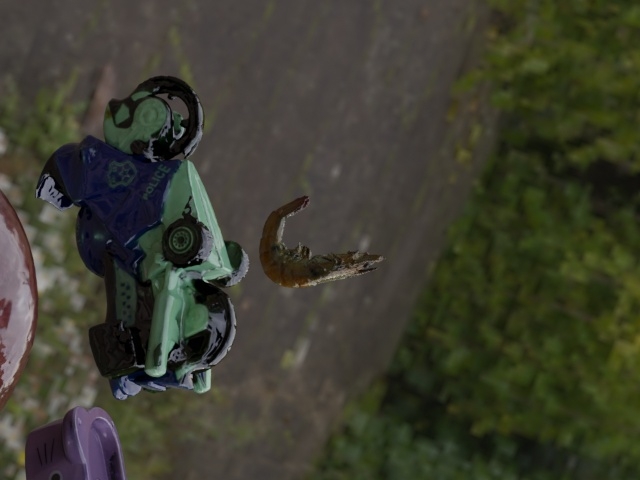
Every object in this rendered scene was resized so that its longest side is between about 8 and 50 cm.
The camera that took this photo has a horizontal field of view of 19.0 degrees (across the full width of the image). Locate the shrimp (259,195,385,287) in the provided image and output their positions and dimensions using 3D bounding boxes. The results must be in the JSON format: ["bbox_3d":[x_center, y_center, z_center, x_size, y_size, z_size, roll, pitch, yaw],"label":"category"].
[{"bbox_3d":[0.000,0.000,1.718,0.023,0.114,0.083,-28,114,-80],"label":"shrimp"}]

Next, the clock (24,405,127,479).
[{"bbox_3d":[-0.173,0.194,1.370,0.110,0.050,0.152,54,22,-69],"label":"clock"}]

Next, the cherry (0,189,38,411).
[{"bbox_3d":[-0.334,0.054,1.413,0.221,0.261,0.307,-69,154,-70],"label":"cherry"}]

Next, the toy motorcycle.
[{"bbox_3d":[-0.187,-0.001,1.947,0.125,0.196,0.331,29,47,-63],"label":"toy motorcycle"}]
